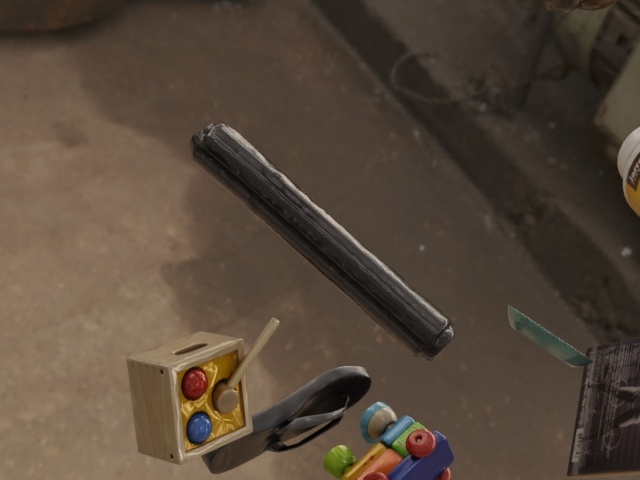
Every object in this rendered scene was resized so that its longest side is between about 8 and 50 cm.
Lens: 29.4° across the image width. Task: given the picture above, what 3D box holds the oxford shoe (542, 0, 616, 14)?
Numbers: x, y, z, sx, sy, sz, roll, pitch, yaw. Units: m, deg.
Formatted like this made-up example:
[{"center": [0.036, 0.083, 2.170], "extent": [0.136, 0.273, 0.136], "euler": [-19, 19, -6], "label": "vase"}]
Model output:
[{"center": [0.160, -0.186, 0.484], "extent": [0.096, 0.227, 0.083], "euler": [26, 5, -9], "label": "oxford shoe"}]

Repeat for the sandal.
[{"center": [-0.036, 0.246, 1.599], "extent": [0.254, 0.097, 0.054], "euler": [-26, 56, -25], "label": "sandal"}]

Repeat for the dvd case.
[{"center": [0.370, 0.187, 1.396], "extent": [0.018, 0.221, 0.165], "euler": [23, 68, -22], "label": "dvd case"}]

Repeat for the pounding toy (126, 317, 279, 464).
[{"center": [-0.121, 0.158, 1.328], "extent": [0.100, 0.130, 0.141], "euler": [6, 16, 43], "label": "pounding toy"}]

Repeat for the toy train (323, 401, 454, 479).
[{"center": [0.053, 0.338, 1.683], "extent": [0.248, 0.105, 0.143], "euler": [-41, 44, -16], "label": "toy train"}]

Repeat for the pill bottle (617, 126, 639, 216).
[{"center": [0.402, -0.048, 1.304], "extent": [0.117, 0.117, 0.215], "euler": [7, 26, -19], "label": "pill bottle"}]

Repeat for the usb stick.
[{"center": [0.000, 0.000, 1.038], "extent": [0.278, 0.077, 0.045], "euler": [41, 84, 7], "label": "usb stick"}]

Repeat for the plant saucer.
[{"center": [0.265, 0.117, 1.435], "extent": [0.119, 0.021, 0.119], "euler": [34, 2, -1], "label": "plant saucer"}]
